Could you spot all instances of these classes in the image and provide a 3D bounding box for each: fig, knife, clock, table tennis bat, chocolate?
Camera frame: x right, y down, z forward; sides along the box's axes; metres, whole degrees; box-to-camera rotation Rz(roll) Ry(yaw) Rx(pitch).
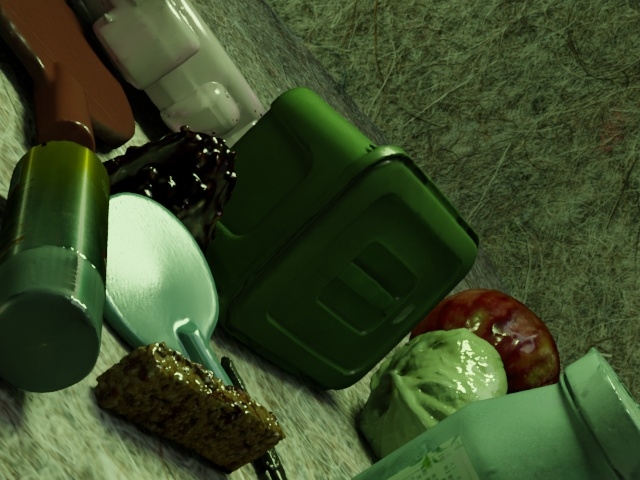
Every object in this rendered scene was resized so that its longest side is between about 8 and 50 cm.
[{"bbox_3d":[0.242,0.179,2.299,0.224,0.224,0.263,57,7,18],"label":"fig"},{"bbox_3d":[-0.045,0.198,1.413,0.222,0.021,0.045,61,12,17],"label":"knife"},{"bbox_3d":[-0.186,-0.235,1.932,0.322,0.113,0.295,52,2,-46],"label":"clock"},{"bbox_3d":[-0.271,-0.186,1.611,0.268,0.051,0.415,49,9,-32],"label":"table tennis bat"},{"bbox_3d":[-0.136,-0.046,1.516,0.156,0.133,0.156,49,11,-13],"label":"chocolate"},{"bbox_3d":[-0.126,0.067,1.366,0.237,0.038,0.149,60,32,3],"label":"table tennis bat"}]

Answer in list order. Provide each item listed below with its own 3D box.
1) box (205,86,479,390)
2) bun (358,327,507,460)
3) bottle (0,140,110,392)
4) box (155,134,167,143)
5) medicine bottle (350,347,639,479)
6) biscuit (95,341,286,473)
[{"bbox_3d":[0.000,0.000,1.698,0.178,0.253,0.328,45,1,31],"label":"box"},{"bbox_3d":[0.116,0.193,1.835,0.126,0.204,0.212,25,-16,-18],"label":"bun"},{"bbox_3d":[-0.197,0.012,1.169,0.082,0.082,0.286,50,11,-22],"label":"bottle"},{"bbox_3d":[-0.156,-0.079,1.845,0.083,0.024,0.054,57,12,20],"label":"box"},{"bbox_3d":[0.205,0.262,1.572,0.245,0.290,0.245,52,10,-13],"label":"medicine bottle"},{"bbox_3d":[-0.099,0.134,1.258,0.199,0.064,0.034,39,17,-53],"label":"biscuit"}]
